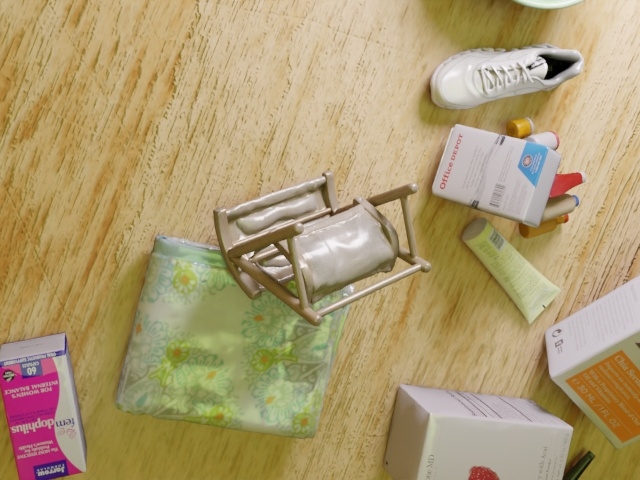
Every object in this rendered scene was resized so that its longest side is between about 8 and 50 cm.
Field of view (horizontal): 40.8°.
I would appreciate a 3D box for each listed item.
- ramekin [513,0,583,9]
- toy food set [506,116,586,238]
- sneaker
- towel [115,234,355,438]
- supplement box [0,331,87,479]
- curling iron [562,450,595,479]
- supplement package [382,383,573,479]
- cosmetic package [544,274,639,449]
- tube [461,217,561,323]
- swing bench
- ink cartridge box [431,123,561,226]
[{"bbox_3d":[0.385,-0.566,1.517,0.303,0.148,0.303,-4,109,-11],"label":"ramekin"},{"bbox_3d":[0.432,-0.125,1.635,0.104,0.111,0.232,-16,101,-24],"label":"toy food set"},{"bbox_3d":[0.343,-0.308,1.581,0.292,0.118,0.110,-14,103,-11],"label":"sneaker"},{"bbox_3d":[-0.147,0.179,1.536,0.374,0.090,0.320,13,94,-16],"label":"towel"},{"bbox_3d":[-0.469,0.283,1.456,0.111,0.114,0.220,-10,102,-14],"label":"supplement box"},{"bbox_3d":[0.481,0.548,1.778,0.068,0.035,0.274,34,89,-20],"label":"curling iron"},{"bbox_3d":[0.293,0.396,1.634,0.293,0.175,0.177,9,96,-15],"label":"supplement package"},{"bbox_3d":[0.675,0.177,1.604,0.453,0.161,0.230,-37,107,26],"label":"cosmetic package"},{"bbox_3d":[0.369,0.057,1.673,0.070,0.062,0.240,-30,116,36],"label":"tube"},{"bbox_3d":[0.000,0.000,1.434,0.253,0.254,0.165,-22,110,-32],"label":"swing bench"},{"bbox_3d":[0.318,-0.118,1.560,0.082,0.190,0.140,13,96,-54],"label":"ink cartridge box"}]
